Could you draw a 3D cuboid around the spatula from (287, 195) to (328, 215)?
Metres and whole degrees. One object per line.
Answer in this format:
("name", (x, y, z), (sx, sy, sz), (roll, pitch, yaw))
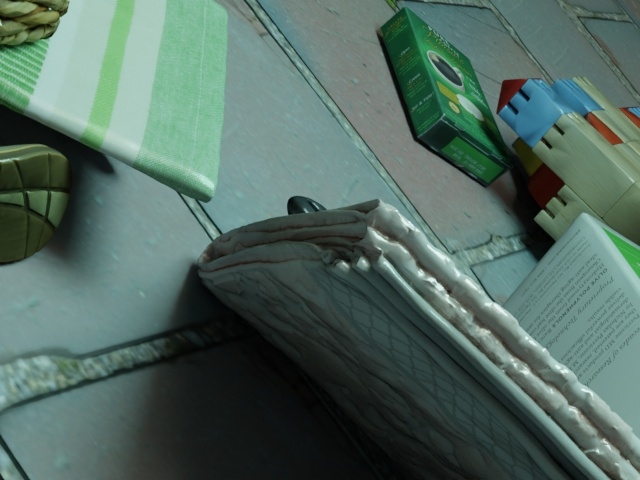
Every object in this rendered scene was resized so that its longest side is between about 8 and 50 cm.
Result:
("spatula", (0.000, 0.000, 1.104), (0.084, 0.030, 0.296), (51, -3, 9))

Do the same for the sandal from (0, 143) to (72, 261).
("sandal", (-0.202, -0.027, 0.877), (0.049, 0.072, 0.180), (35, 21, 27))

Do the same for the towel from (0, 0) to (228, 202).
("towel", (-0.208, -0.153, 0.994), (0.325, 0.038, 0.248), (25, 30, -16))

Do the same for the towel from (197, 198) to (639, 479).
("towel", (0.087, 0.108, 0.962), (0.332, 0.053, 0.317), (43, -13, -11))

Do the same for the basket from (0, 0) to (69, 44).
("basket", (-0.240, -0.262, 0.859), (0.299, 0.223, 0.213), (17, 34, -29))

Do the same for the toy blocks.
("toy blocks", (0.305, -0.059, 1.651), (0.261, 0.191, 0.381), (46, 22, 15))

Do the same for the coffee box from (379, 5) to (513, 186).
("coffee box", (0.126, -0.146, 1.624), (0.113, 0.040, 0.184), (32, 29, -37))

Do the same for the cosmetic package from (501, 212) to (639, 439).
("cosmetic package", (0.278, 0.162, 1.203), (0.197, 0.155, 0.365), (29, 19, -30))
